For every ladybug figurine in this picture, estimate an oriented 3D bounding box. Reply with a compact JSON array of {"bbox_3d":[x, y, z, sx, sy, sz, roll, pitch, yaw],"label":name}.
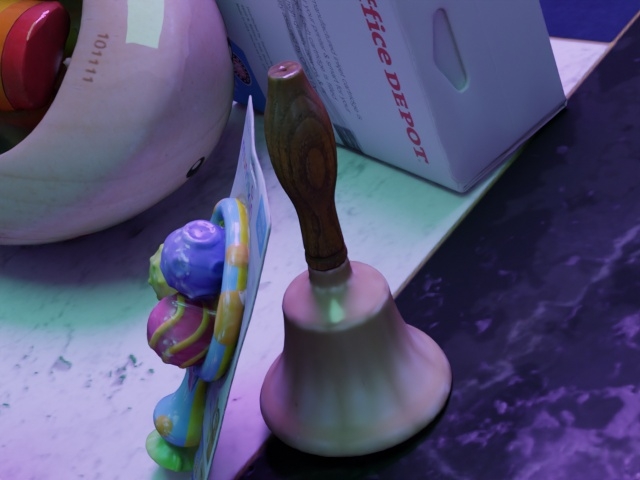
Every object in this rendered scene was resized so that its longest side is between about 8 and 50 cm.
[{"bbox_3d":[-0.230,-0.143,1.252,0.449,0.162,0.305,19,91,43],"label":"ladybug figurine"}]

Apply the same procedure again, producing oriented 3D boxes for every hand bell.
[{"bbox_3d":[0.000,0.000,0.900,0.126,0.242,0.126,-9,36,6],"label":"hand bell"}]

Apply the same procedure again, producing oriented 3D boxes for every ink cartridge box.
[{"bbox_3d":[0.021,-0.194,1.173,0.129,0.223,0.307,-39,38,-21],"label":"ink cartridge box"}]

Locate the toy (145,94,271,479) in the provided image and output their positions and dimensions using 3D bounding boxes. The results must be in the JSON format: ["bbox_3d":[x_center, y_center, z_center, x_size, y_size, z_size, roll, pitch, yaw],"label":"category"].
[{"bbox_3d":[-0.079,0.045,0.913,0.056,0.237,0.137,3,36,-12],"label":"toy"}]
